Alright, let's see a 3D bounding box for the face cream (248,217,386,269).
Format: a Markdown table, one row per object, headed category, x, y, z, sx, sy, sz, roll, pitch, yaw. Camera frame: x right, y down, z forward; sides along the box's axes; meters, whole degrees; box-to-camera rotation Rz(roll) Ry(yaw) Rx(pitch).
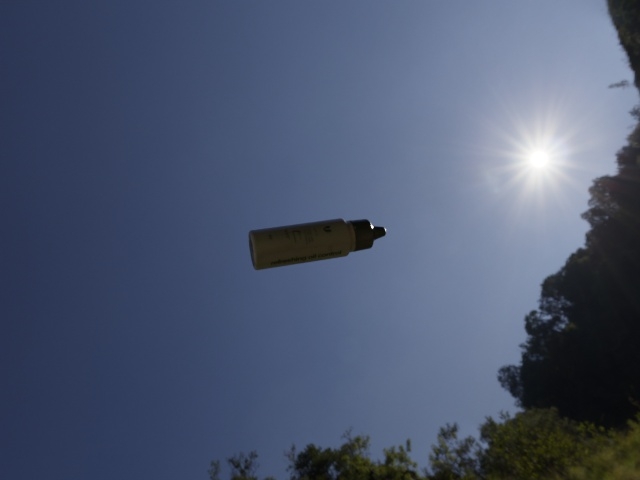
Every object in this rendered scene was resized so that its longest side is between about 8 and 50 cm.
| category | x | y | z | sx | sy | sz | roll | pitch | yaw |
| --- | --- | --- | --- | --- | --- | --- | --- | --- | --- |
| face cream | 0.000 | 0.000 | 1.011 | 0.312 | 0.092 | 0.092 | -9 | -74 | -16 |
